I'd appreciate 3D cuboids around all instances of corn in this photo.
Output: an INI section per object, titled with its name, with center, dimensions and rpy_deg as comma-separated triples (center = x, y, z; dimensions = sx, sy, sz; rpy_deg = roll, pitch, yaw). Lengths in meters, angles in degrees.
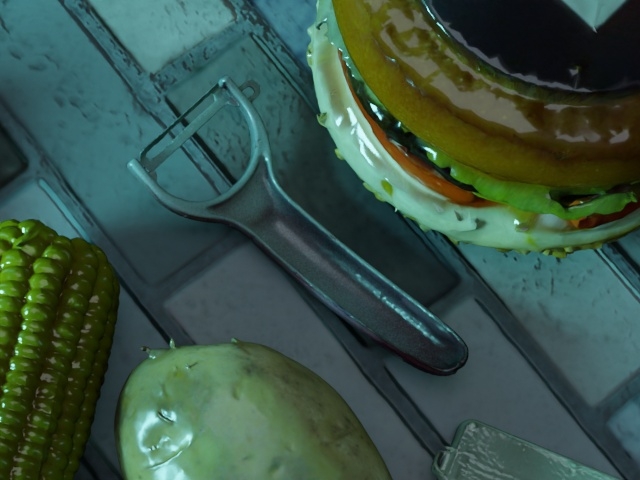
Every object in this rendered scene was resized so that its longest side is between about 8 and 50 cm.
[corn]
center = -0.229, 0.155, 1.342
dimensions = 0.131, 0.131, 0.344
rpy_deg = 15, 74, 1

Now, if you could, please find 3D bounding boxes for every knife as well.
[knife]
center = 0.000, 0.001, 1.448
dimensions = 0.278, 0.053, 0.123
rpy_deg = 41, 69, 8

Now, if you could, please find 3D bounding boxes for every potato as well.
[potato]
center = -0.034, 0.162, 1.361
dimensions = 0.234, 0.128, 0.161
rpy_deg = 24, 87, -1

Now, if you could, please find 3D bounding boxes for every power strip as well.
[power strip]
center = 0.168, 0.193, 1.405
dimensions = 0.192, 0.035, 0.081
rpy_deg = 22, 71, 3

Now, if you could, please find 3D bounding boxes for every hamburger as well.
[hamburger]
center = 0.156, -0.156, 1.410
dimensions = 0.330, 0.250, 0.330
rpy_deg = 2, 72, -7
